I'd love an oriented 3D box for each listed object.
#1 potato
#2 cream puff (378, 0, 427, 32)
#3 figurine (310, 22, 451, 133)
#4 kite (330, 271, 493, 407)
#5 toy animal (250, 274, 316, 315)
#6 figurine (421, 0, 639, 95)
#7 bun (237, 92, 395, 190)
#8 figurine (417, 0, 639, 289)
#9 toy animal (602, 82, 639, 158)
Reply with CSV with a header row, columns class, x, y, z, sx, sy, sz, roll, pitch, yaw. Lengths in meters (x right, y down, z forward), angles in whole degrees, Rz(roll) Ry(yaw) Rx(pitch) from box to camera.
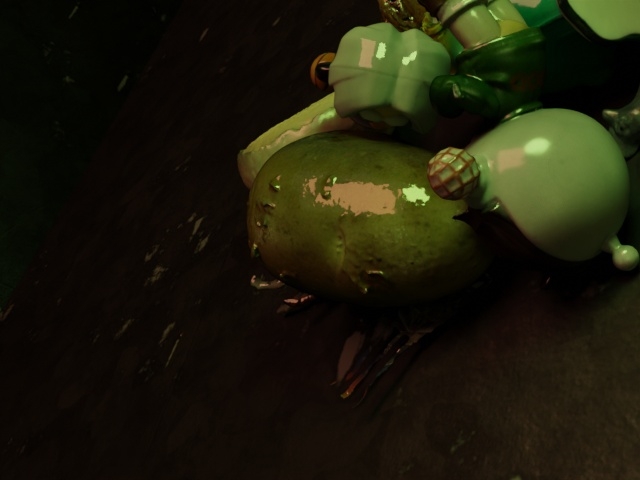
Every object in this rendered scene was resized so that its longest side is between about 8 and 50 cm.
class,x,y,z,sx,sy,sz,roll,pitch,yaw
potato,0.055,-0.027,1.220,0.269,0.219,0.359,-16,17,-26
cream puff,0.166,-0.392,1.631,0.183,0.183,0.169,-57,8,-15
figurine,0.077,-0.212,1.266,0.236,0.176,0.133,-128,47,-82
kite,0.110,0.109,1.208,0.245,0.015,0.141,-45,22,-7
toy animal,-0.010,-0.001,1.474,0.170,0.090,0.255,-8,51,49
figurine,0.279,-0.290,1.270,0.323,0.231,0.340,-41,11,-23
bun,0.010,-0.150,1.544,0.287,0.146,0.287,-30,10,6
figurine,0.217,-0.123,1.041,0.281,0.370,0.167,-20,-5,-44
toy animal,0.439,-0.235,1.043,0.367,0.081,0.206,-28,66,40
